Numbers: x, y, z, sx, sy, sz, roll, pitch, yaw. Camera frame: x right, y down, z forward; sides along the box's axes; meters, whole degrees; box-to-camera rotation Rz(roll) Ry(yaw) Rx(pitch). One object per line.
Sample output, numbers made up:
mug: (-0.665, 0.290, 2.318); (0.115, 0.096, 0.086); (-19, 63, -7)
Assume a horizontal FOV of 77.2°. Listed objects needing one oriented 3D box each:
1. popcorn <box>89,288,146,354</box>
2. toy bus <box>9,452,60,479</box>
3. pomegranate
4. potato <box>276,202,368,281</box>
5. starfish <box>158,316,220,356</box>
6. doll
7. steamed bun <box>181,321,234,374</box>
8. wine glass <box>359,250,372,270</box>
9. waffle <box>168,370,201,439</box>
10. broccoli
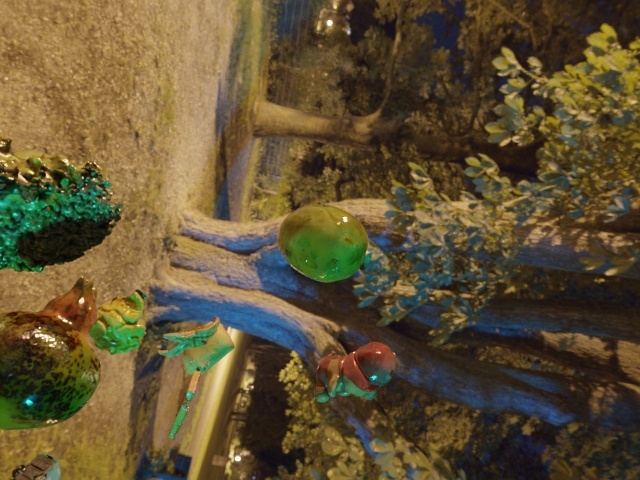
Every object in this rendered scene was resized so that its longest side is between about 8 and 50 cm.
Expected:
popcorn: (-0.980, 0.420, 1.962); (0.237, 0.292, 0.293); (-63, 170, -55)
toy bus: (-0.834, 0.709, 1.076); (0.262, 0.091, 0.109); (-46, 146, -60)
pomegranate: (-0.528, 0.207, 0.756); (0.277, 0.203, 0.222); (-103, 167, -47)
potato: (0.000, 0.003, 1.099); (0.304, 0.215, 0.216); (9, -92, 57)
starfish: (-0.465, 0.350, 1.433); (0.216, 0.071, 0.238); (-44, 152, 0)
doll: (0.106, 0.402, 1.202); (0.255, 0.152, 0.196); (-31, -174, 32)
steamed bun: (-0.502, 0.469, 1.752); (0.232, 0.166, 0.273); (-36, 175, -17)
wine glass: (0.095, 0.031, 1.523); (0.093, 0.202, 0.093); (-38, 146, -32)
waffle: (-0.311, 0.378, 0.922); (0.092, 0.021, 0.135); (-96, -150, -68)
broccoli: (-0.643, -0.064, 0.902); (0.324, 0.272, 0.334); (-54, 178, -44)
